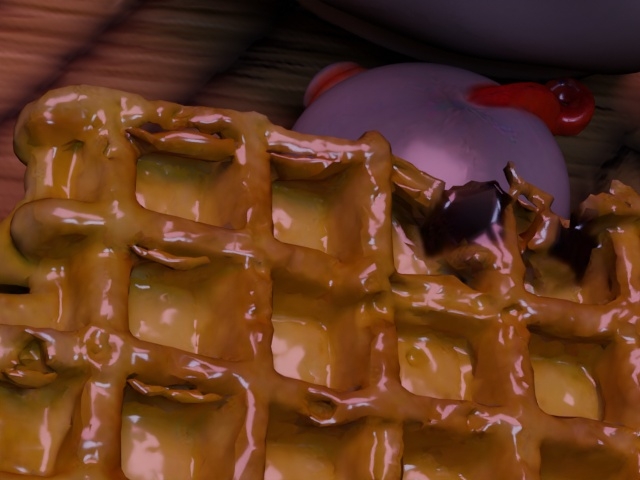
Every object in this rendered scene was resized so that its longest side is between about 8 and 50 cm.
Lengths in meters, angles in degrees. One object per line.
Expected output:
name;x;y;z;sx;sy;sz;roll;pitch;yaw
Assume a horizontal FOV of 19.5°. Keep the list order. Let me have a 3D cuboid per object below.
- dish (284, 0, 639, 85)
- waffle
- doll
dish;0.062;-0.151;0.757;0.324;0.124;0.324;12;35;-9
waffle;0.039;0.064;0.529;0.283;0.065;0.309;-37;83;-31
doll;0.000;0.000;0.625;0.245;0.076;0.142;-28;57;-30
